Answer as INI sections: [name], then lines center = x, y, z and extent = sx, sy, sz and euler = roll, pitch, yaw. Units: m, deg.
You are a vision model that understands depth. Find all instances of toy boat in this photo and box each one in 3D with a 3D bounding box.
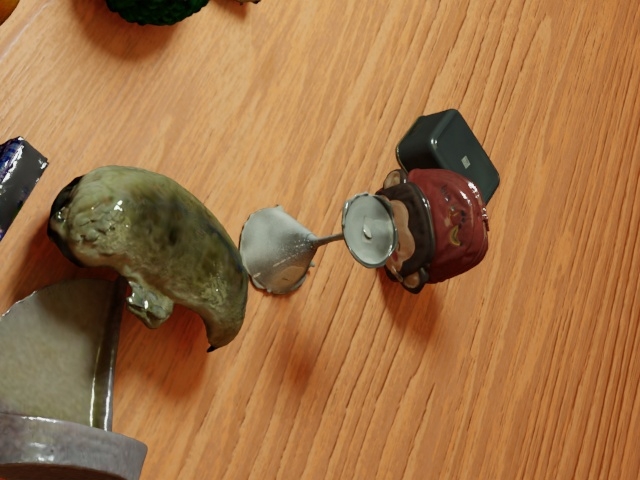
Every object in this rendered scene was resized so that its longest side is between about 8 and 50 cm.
[toy boat]
center = -0.352, 0.195, 1.422
extent = 0.276, 0.111, 0.293
euler = 2, 69, -50

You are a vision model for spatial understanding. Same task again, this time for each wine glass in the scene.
[wine glass]
center = 0.000, 0.000, 1.709
extent = 0.156, 0.232, 0.156
euler = 12, 73, -42

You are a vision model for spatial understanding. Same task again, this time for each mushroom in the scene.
[mushroom]
center = -0.216, 0.019, 1.521
extent = 0.344, 0.130, 0.247
euler = 42, 25, -30

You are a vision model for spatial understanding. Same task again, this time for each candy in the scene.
[candy]
center = -0.448, 0.006, 1.374
extent = 0.061, 0.088, 0.312
euler = 41, 54, -28

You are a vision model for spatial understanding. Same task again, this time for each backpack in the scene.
[backpack]
center = 0.201, -0.025, 1.922
extent = 0.139, 0.229, 0.229
euler = -7, 85, -48

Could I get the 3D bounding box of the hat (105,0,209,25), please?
[hat]
center = -0.184, -0.469, 1.576
extent = 0.242, 0.332, 0.274
euler = 1, 81, -42

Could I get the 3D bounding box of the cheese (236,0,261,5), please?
[cheese]
center = -0.129, -0.490, 1.801
extent = 0.123, 0.094, 0.167
euler = 21, 65, -37

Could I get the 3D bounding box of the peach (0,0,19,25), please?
[peach]
center = -0.476, -0.346, 1.306
extent = 0.238, 0.281, 0.281
euler = 55, 48, -11

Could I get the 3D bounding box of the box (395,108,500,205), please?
[box]
center = 0.249, -0.143, 2.088
extent = 0.201, 0.090, 0.144
euler = 55, 48, -19
